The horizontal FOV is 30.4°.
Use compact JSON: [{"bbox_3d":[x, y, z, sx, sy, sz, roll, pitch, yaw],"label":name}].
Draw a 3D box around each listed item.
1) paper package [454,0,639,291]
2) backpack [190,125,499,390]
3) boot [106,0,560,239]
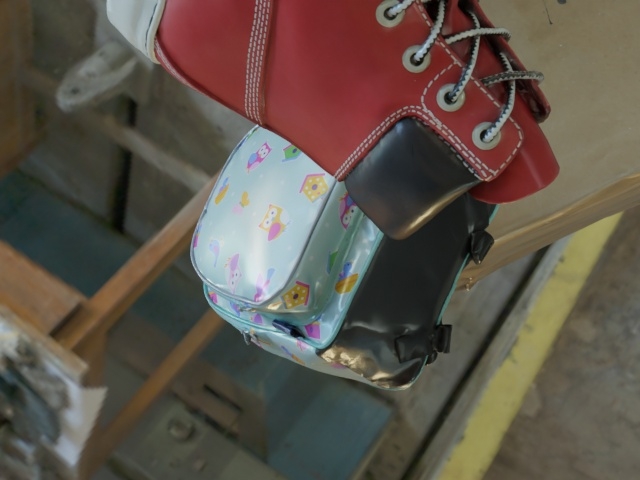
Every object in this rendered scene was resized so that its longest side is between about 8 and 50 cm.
[{"bbox_3d":[0.151,-0.159,0.933,0.309,0.168,0.324,-27,77,33],"label":"paper package"},{"bbox_3d":[0.000,0.000,0.776,0.144,0.165,0.188,27,169,-26],"label":"backpack"},{"bbox_3d":[0.031,-0.107,0.384,0.176,0.088,0.244,39,143,10],"label":"boot"}]
